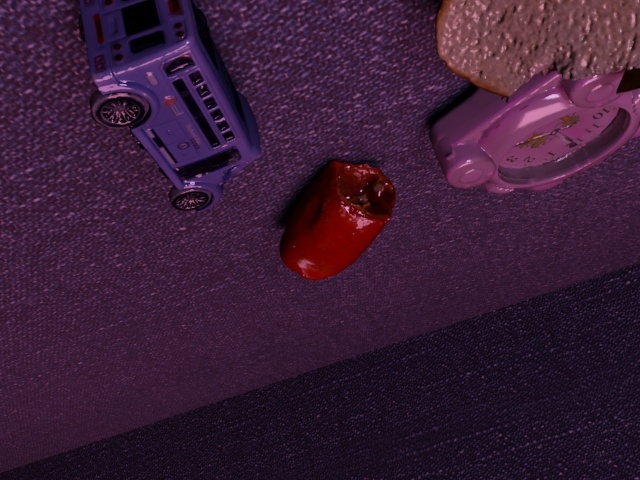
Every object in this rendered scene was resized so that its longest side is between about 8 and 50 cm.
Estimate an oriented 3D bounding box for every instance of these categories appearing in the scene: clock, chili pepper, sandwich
[{"bbox_3d":[0.357,-0.178,1.032,0.322,0.113,0.295,8,146,-46],"label":"clock"},{"bbox_3d":[-0.004,0.002,1.176,0.134,0.131,0.338,8,150,-26],"label":"chili pepper"},{"bbox_3d":[0.267,-0.231,0.677,0.100,0.288,0.254,-53,170,-32],"label":"sandwich"}]

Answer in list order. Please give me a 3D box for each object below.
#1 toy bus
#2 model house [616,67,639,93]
[{"bbox_3d":[-0.152,-0.149,0.748,0.133,0.126,0.292,-18,155,3],"label":"toy bus"},{"bbox_3d":[0.384,-0.290,0.747,0.219,0.136,0.207,-49,-171,9],"label":"model house"}]
